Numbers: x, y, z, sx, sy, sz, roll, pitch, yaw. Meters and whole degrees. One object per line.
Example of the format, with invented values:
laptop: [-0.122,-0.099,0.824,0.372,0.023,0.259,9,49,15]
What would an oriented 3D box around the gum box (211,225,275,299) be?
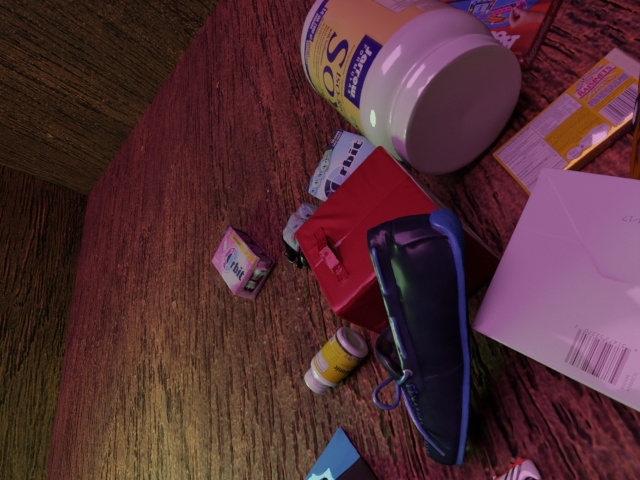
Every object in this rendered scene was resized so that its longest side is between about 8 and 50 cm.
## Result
gum box: [-0.193,0.055,1.113,0.107,0.062,0.188,-60,39,9]

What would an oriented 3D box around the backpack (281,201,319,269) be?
backpack: [0.000,0.000,0.873,0.115,0.152,0.182,-55,27,5]

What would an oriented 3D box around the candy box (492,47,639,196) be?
candy box: [0.352,-0.157,0.622,0.206,0.027,0.105,-44,44,25]

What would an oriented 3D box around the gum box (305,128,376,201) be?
gum box: [0.062,-0.140,0.936,0.184,0.041,0.156,36,100,52]

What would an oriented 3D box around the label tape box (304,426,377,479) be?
label tape box: [0.019,0.472,0.631,0.240,0.106,0.334,-59,40,9]

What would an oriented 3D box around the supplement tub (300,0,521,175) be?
supplement tub: [0.134,-0.282,0.752,0.241,0.241,0.331,-51,47,18]

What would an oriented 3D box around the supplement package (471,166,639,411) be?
supplement package: [0.331,0.064,0.444,0.262,0.145,0.203,25,90,52]

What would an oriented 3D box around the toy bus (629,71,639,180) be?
toy bus: [0.412,-0.215,0.480,0.108,0.130,0.332,8,77,28]

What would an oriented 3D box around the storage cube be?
storage cube: [0.111,0.012,0.674,0.193,0.215,0.183,-45,42,16]

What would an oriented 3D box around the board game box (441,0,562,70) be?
board game box: [0.278,-0.381,0.820,0.281,0.027,0.144,27,94,51]

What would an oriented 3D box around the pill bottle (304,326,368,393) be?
pill bottle: [0.024,0.212,0.785,0.116,0.065,0.065,-51,41,19]

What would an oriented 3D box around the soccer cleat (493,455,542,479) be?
soccer cleat: [0.228,0.297,0.540,0.083,0.029,0.035,-51,37,12]

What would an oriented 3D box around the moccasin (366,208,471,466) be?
moccasin: [0.125,0.123,0.560,0.117,0.137,0.341,-3,108,18]
